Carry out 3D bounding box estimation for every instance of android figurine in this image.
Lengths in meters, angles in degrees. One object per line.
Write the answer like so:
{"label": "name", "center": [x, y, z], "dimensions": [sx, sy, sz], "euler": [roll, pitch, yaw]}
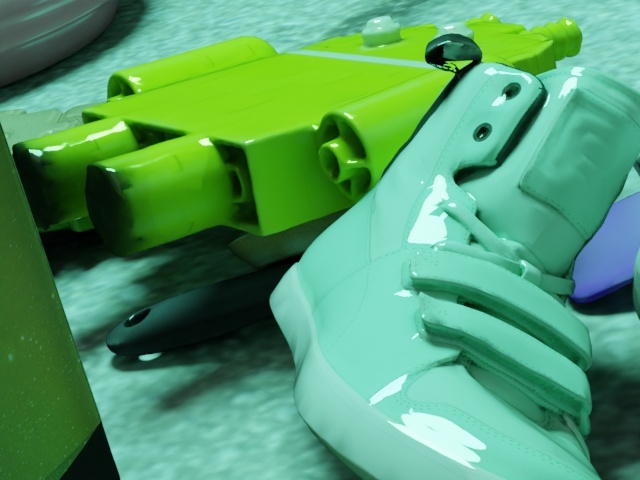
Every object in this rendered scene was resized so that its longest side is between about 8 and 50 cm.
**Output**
{"label": "android figurine", "center": [-0.001, -0.061, 0.830], "dimensions": [0.273, 0.056, 0.248], "euler": [-20, 18, -26]}

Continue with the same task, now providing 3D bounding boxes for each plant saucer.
{"label": "plant saucer", "center": [-0.284, -0.175, 1.317], "dimensions": [0.332, 0.084, 0.332], "euler": [-12, 24, 5]}
{"label": "plant saucer", "center": [0.000, 0.000, 0.801], "dimensions": [0.083, 0.015, 0.083], "euler": [-14, -7, -2]}

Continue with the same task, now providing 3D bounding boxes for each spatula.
{"label": "spatula", "center": [0.046, 0.012, 0.763], "dimensions": [0.296, 0.030, 0.084], "euler": [-11, 22, 10]}

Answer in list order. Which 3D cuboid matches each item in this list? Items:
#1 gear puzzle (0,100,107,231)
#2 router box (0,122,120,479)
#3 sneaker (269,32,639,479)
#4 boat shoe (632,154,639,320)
{"label": "gear puzzle", "center": [-0.143, -0.032, 0.971], "dimensions": [0.339, 0.044, 0.175], "euler": [-9, 22, 7]}
{"label": "router box", "center": [-0.185, 0.082, 0.473], "dimensions": [0.081, 0.243, 0.309], "euler": [-1, 27, 30]}
{"label": "sneaker", "center": [0.064, 0.010, 0.597], "dimensions": [0.151, 0.094, 0.256], "euler": [-54, 22, 7]}
{"label": "boat shoe", "center": [0.153, 0.019, 0.613], "dimensions": [0.084, 0.095, 0.258], "euler": [-26, 24, 17]}
